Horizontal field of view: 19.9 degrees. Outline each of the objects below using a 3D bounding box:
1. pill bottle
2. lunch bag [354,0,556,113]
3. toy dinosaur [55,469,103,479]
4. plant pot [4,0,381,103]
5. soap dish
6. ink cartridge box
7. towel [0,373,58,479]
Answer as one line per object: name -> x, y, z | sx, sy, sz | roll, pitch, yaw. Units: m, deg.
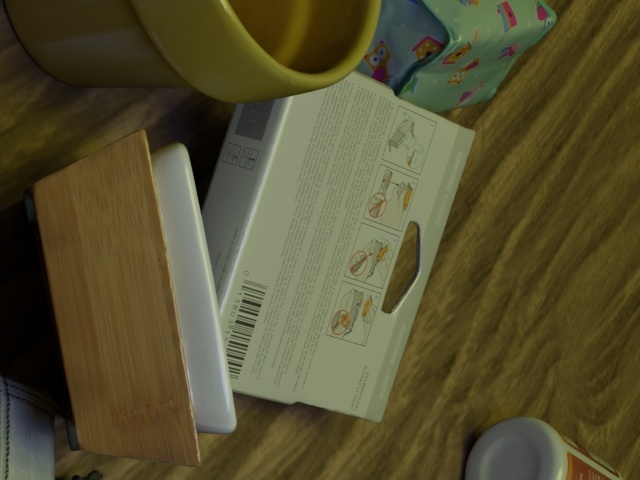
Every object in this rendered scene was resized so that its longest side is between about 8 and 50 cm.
pill bottle -> 0.257, 0.277, 1.964 | 0.216, 0.121, 0.121 | 35, 55, -45
lunch bag -> 0.062, -0.252, 1.787 | 0.262, 0.160, 0.223 | 49, 33, 14
toy dinosaur -> -0.154, 0.240, 1.414 | 0.268, 0.064, 0.118 | 66, 0, -46
plant pot -> -0.115, -0.224, 1.462 | 0.254, 0.239, 0.254 | 18, 67, -51
soap dish -> -0.146, 0.044, 1.347 | 0.291, 0.118, 0.229 | 177, -97, -80
ink cartridge box -> 0.000, 0.000, 1.631 | 0.261, 0.066, 0.296 | 20, 88, -50
towel -> -0.299, 0.191, 1.158 | 0.312, 0.056, 0.324 | 26, 48, -36
